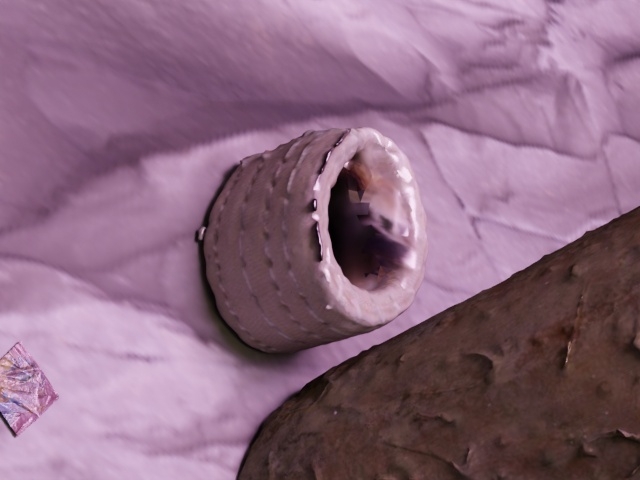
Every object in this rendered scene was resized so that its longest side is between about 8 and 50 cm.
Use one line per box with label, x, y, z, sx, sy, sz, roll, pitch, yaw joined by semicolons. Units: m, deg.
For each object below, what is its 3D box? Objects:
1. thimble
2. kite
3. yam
thimble;0.000;0.000;1.073;0.102;0.090;0.115;10;69;-43
kite;-0.157;0.075;0.948;0.078;0.002;0.044;-17;88;-49
yam;0.111;0.102;1.039;0.168;0.304;0.168;46;27;-32
